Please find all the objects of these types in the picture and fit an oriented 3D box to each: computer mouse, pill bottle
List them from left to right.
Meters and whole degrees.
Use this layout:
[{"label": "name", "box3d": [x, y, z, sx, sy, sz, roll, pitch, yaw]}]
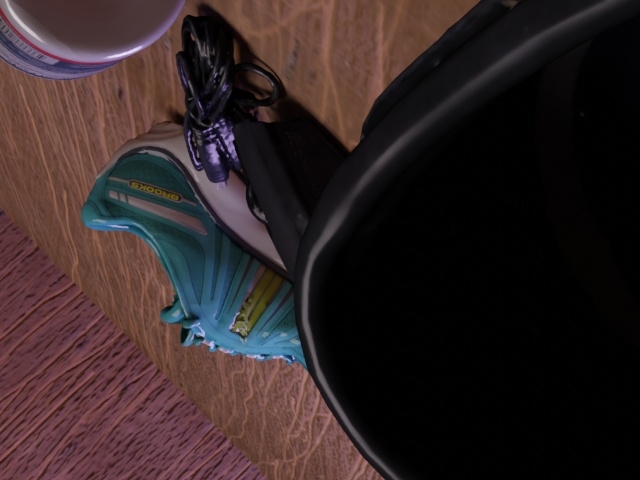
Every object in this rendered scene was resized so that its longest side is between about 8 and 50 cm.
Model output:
[{"label": "pill bottle", "box3d": [-0.140, -0.145, 1.031, 0.108, 0.108, 0.180, 49, 168, -11]}, {"label": "computer mouse", "box3d": [0.000, 0.000, 1.110, 0.272, 0.072, 0.188, 43, 167, 14]}]

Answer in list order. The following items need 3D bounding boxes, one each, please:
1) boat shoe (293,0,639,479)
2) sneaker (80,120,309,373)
[{"label": "boat shoe", "box3d": [0.149, 0.000, 0.265, 0.500, 0.156, 0.187, -5, 109, 63]}, {"label": "sneaker", "box3d": [-0.059, 0.041, 1.353, 0.275, 0.110, 0.107, 46, 168, -3]}]
